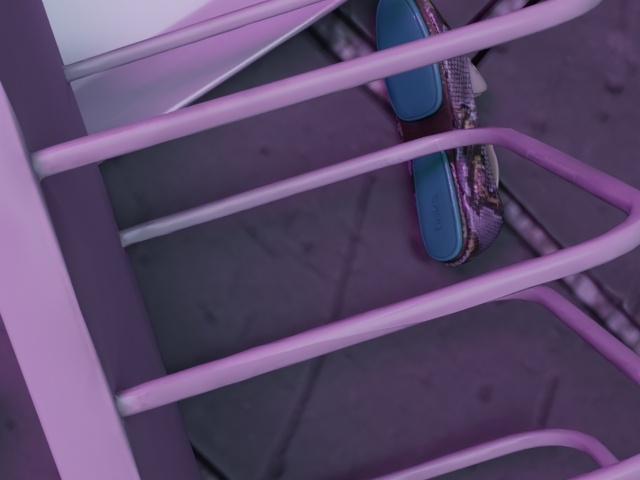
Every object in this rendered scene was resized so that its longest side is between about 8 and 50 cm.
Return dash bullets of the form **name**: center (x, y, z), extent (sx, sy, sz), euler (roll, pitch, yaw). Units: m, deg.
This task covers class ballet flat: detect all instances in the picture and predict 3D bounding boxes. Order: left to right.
- **ballet flat**: center (0.051, -0.048, 0.542), extent (0.041, 0.041, 0.114), euler (-13, 95, -10)

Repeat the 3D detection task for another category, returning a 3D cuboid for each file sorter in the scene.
- **file sorter**: center (0.000, 0.000, 0.421), extent (0.173, 0.193, 0.277), euler (-18, 106, -4)

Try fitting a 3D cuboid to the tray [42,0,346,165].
- **tray**: center (-0.047, -0.141, 0.521), extent (0.270, 0.030, 0.145), euler (-34, 97, -7)
